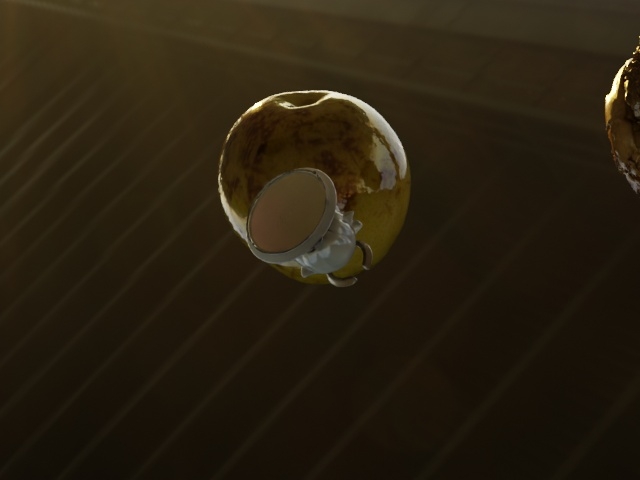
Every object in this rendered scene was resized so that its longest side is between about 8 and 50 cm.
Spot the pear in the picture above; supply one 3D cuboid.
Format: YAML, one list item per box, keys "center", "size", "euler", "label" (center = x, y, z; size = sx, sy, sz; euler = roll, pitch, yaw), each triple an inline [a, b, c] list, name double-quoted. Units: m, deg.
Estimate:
- center: [-0.006, -0.075, 1.759]
  size: [0.280, 0.281, 0.281]
  euler: [-29, -149, 20]
  label: "pear"

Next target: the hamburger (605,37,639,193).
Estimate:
- center: [0.447, -0.144, 1.416]
  size: [0.211, 0.245, 0.260]
  euler: [-39, 164, 32]
  label: "hamburger"

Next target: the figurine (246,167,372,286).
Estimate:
- center: [0.000, 0.000, 1.535]
  size: [0.132, 0.153, 0.132]
  euler: [-18, -126, 27]
  label: "figurine"
